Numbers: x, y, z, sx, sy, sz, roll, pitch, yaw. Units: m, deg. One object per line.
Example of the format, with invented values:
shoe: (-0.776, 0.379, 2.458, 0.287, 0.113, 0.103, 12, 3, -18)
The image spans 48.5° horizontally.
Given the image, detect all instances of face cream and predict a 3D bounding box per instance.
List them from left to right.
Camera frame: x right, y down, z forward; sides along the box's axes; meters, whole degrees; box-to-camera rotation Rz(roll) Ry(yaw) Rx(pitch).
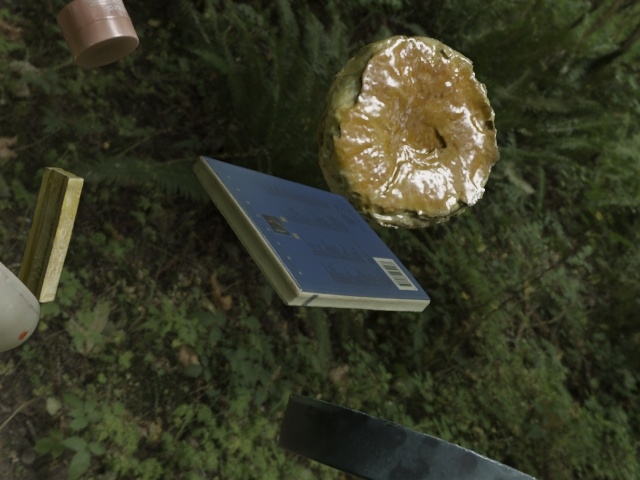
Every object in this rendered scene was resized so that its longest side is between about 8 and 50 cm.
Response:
face cream: (-0.486, -0.459, 1.557, 0.149, 0.149, 0.104, -23, 90, -57)

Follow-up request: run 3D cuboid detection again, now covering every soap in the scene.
soap: (-0.522, -0.011, 1.367, 0.092, 0.252, 0.037, 23, 11, 37)

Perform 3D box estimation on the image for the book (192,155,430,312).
book: (0.000, 0.000, 0.780, 0.269, 0.025, 0.191, 10, 36, -55)

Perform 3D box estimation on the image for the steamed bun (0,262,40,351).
steamed bun: (-0.495, 0.069, 0.960, 0.228, 0.177, 0.131, 51, 62, -22)

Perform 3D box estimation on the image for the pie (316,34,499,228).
pie: (0.149, -0.174, 1.165, 0.339, 0.083, 0.340, -1, 92, -20)

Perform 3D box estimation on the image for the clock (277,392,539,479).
clock: (0.121, 0.318, 1.010, 0.386, 0.386, 0.077, 30, 72, -32)
